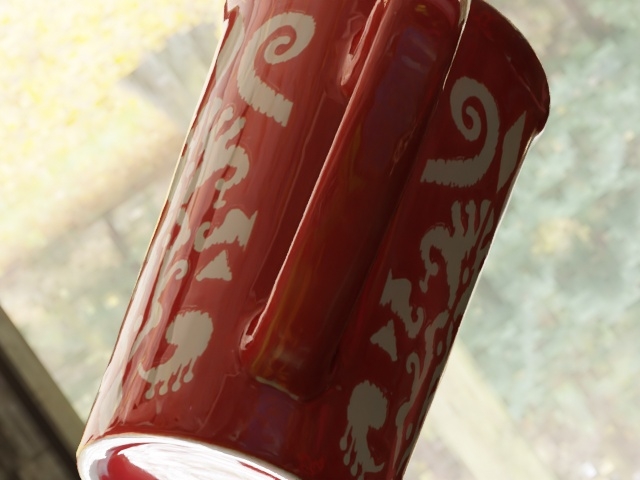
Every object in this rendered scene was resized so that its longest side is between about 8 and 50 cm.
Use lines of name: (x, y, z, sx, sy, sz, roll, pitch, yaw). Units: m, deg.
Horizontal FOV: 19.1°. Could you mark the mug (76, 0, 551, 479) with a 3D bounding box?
mug: (-0.009, 0.000, 0.575, 0.150, 0.113, 0.169, 67, 37, -53)
